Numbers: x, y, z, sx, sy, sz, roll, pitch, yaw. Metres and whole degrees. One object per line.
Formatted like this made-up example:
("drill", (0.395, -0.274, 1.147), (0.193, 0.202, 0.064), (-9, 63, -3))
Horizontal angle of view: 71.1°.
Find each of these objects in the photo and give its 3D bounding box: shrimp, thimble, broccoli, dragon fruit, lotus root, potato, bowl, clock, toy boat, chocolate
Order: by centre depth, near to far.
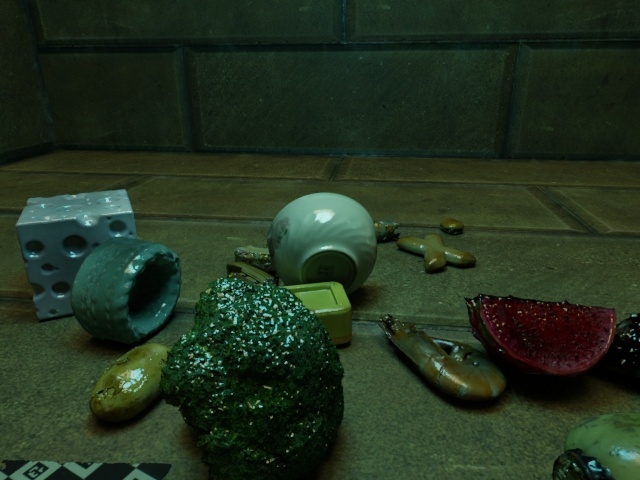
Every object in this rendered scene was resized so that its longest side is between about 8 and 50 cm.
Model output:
("lotus root", (0.454, 0.297, 0.551), (0.309, 0.173, 0.173), (6, 21, -5))
("broccoli", (-0.100, 0.213, 0.654), (0.275, 0.308, 0.308), (-30, 10, 24))
("potato", (-0.324, 0.243, 0.783), (0.107, 0.080, 0.170), (21, 26, 18))
("chocolate", (0.559, 0.202, 0.825), (0.133, 0.156, 0.156), (-6, 14, 37))
("dragon fruit", (0.389, 0.180, 0.829), (0.261, 0.163, 0.189), (9, 35, 3))
("shrimp", (0.231, 0.212, 0.872), (0.152, 0.063, 0.287), (-10, 26, -29))
("clock", (-0.040, 0.162, 0.960), (0.202, 0.096, 0.143), (-5, 24, -8))
("thimble", (-0.414, 0.110, 0.974), (0.143, 0.198, 0.235), (10, 62, 19))
("bowl", (0.011, 0.039, 1.067), (0.276, 0.277, 0.145), (-3, 34, -6))
("toy boat", (-0.180, 0.107, 1.140), (0.088, 0.068, 0.226), (-22, 29, -36))
("shrimp", (0.121, -0.043, 1.551), (0.185, 0.068, 0.287), (-9, 13, -31))

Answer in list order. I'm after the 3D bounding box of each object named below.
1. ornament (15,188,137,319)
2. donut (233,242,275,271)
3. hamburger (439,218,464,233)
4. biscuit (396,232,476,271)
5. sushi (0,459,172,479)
("ornament", (-0.590, 0.022, 1.130), (0.239, 0.240, 0.240), (-9, 22, -25))
("donut", (-0.153, 0.050, 1.272), (0.108, 0.065, 0.166), (20, 18, 38))
("hamburger", (0.459, -0.051, 1.566), (0.076, 0.044, 0.083), (-11, 26, -23))
("biscuit", (0.344, 0.031, 1.356), (0.164, 0.047, 0.208), (-8, 23, -17))
("sushi", (-0.358, 0.358, 0.526), (0.263, 0.050, 0.290), (1, 21, 3))
